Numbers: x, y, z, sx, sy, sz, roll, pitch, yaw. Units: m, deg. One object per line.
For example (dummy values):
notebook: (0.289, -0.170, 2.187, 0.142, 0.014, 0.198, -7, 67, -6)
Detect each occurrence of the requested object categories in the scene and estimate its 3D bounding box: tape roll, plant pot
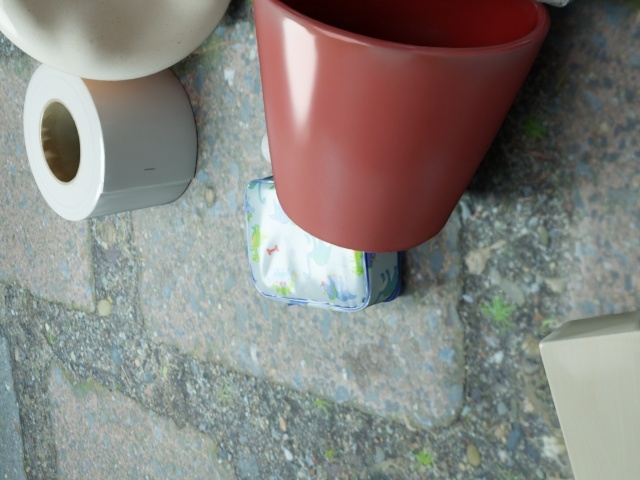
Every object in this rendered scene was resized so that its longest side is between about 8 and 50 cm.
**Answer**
tape roll: (-0.336, -0.164, 1.172, 0.246, 0.169, 0.246, 13, 110, 42)
plant pot: (0.060, -0.140, 0.743, 0.275, 0.275, 0.243, 38, 138, 31)

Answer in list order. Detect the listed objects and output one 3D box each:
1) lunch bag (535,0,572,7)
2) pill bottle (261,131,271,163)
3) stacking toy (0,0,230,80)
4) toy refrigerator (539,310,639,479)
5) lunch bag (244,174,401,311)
lunch bag: (0.102, -0.338, 0.606, 0.305, 0.212, 0.256, 8, 110, 2)
pill bottle: (-0.020, -0.123, 0.949, 0.116, 0.065, 0.065, 2, 103, 44)
stacking toy: (-0.348, -0.460, 1.076, 0.480, 0.350, 0.351, 46, 131, 51)
toy refrigerator: (0.305, 0.208, 0.705, 0.102, 0.094, 0.270, -16, 90, 38)
lunch bag: (0.000, 0.000, 0.945, 0.219, 0.090, 0.176, 3, 102, 44)
